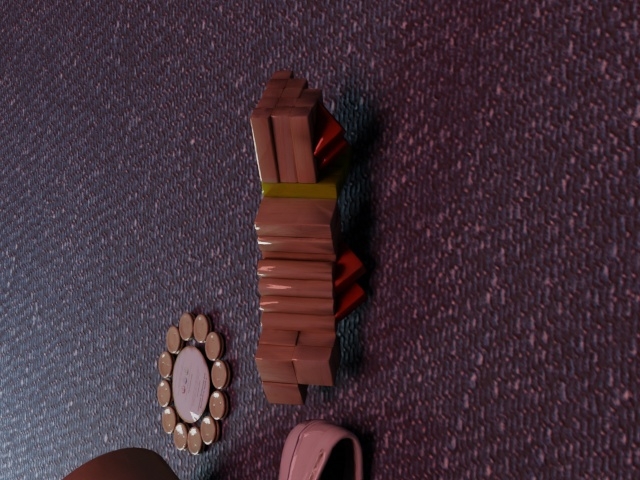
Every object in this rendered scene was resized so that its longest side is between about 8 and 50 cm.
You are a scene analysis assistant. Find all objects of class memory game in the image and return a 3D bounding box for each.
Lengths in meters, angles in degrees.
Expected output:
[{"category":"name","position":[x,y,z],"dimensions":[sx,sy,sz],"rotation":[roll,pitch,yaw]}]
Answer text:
[{"category":"memory game","position":[-0.164,0.184,1.836],"dimensions":[0.186,0.012,0.186],"rotation":[-8,80,56]}]

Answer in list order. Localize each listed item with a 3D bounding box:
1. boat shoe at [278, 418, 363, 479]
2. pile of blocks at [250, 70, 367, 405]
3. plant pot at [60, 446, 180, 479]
[{"category":"boat shoe","position":[0.001,0.326,1.511],"dimensions":[0.088,0.096,0.268],"rotation":[1,80,61]},{"category":"pile of blocks","position":[0.000,0.000,1.546],"dimensions":[0.112,0.149,0.362],"rotation":[3,102,14]},{"category":"plant pot","position":[-0.193,0.428,1.689],"dimensions":[0.274,0.256,0.256],"rotation":[36,118,33]}]
